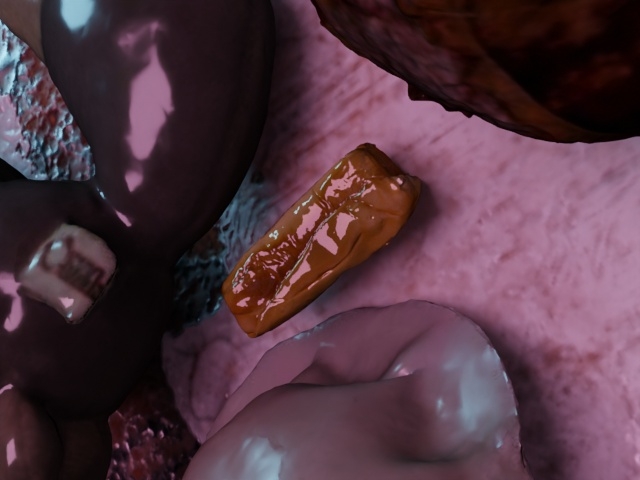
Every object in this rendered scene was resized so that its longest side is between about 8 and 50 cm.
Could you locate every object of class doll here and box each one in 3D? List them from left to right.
[{"bbox_3d":[-0.218,-0.035,0.858,0.382,0.252,0.378,28,72,29],"label":"doll"}]

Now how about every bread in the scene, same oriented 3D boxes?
[{"bbox_3d":[0.000,0.000,0.744,0.132,0.074,0.053,-42,91,9],"label":"bread"}]

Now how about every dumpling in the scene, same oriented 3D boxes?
[{"bbox_3d":[-0.007,0.143,0.705,0.293,0.163,0.204,-7,89,50],"label":"dumpling"}]

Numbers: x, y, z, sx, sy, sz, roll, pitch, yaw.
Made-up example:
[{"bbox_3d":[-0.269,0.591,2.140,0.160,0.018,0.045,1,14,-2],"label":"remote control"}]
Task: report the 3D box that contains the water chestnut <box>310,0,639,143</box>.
[{"bbox_3d":[0.123,-0.216,0.548,0.350,0.350,0.302,-31,51,30],"label":"water chestnut"}]
